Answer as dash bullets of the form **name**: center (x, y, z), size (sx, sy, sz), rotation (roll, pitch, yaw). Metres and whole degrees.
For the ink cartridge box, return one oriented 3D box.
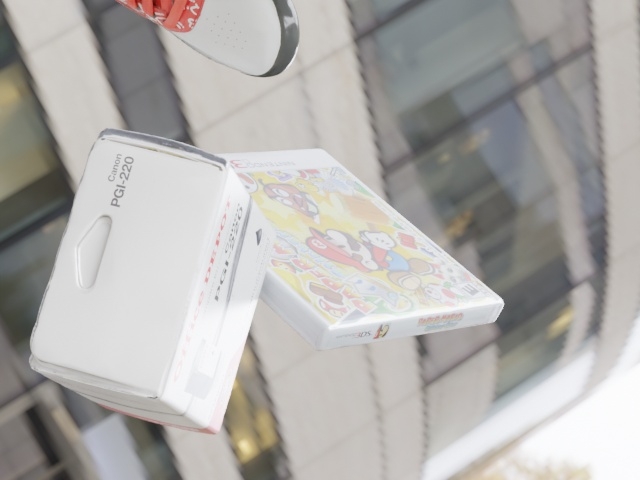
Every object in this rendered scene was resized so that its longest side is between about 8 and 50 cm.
- **ink cartridge box**: center (-0.104, 0.033, 1.236), size (0.092, 0.158, 0.218), rotation (14, -10, 11)

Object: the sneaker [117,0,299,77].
- **sneaker**: center (-0.147, -0.194, 1.305), size (0.270, 0.145, 0.090), rotation (46, -49, 19)

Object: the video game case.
- **video game case**: center (0.000, 0.000, 1.448), size (0.227, 0.206, 0.026), rotation (42, -60, 32)
